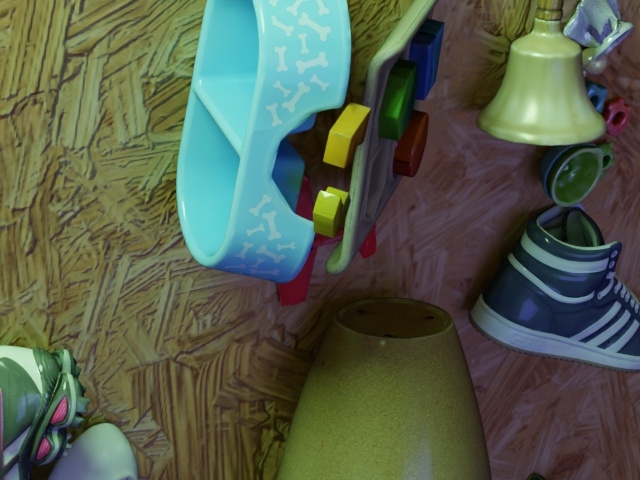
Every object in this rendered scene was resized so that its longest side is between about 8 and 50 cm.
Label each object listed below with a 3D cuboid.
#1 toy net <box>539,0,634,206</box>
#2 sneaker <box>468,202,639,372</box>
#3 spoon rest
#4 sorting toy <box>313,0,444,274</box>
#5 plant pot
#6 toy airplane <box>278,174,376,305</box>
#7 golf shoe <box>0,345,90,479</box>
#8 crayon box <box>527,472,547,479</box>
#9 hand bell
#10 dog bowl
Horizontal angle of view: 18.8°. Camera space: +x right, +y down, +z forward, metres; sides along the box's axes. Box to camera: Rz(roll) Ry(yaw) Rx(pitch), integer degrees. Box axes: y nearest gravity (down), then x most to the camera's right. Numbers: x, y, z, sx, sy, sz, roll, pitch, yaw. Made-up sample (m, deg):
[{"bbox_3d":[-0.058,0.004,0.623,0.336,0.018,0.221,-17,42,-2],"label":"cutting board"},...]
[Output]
[{"bbox_3d":[0.283,-0.148,1.939,0.122,0.045,0.232,-12,127,-32],"label":"toy net"},{"bbox_3d":[0.299,0.049,2.059,0.282,0.099,0.153,9,116,-39],"label":"sneaker"},{"bbox_3d":[-0.218,0.296,1.840,0.137,0.084,0.276,-42,137,-47],"label":"spoon rest"},{"bbox_3d":[0.055,-0.084,1.675,0.307,0.041,0.229,-57,163,-58],"label":"sorting toy"},{"bbox_3d":[0.068,0.194,1.910,0.237,0.237,0.254,-10,113,-33],"label":"plant pot"},{"bbox_3d":[0.000,0.000,1.835,0.151,0.028,0.151,-20,130,-26],"label":"toy airplane"},{"bbox_3d":[-0.301,0.210,1.718,0.120,0.105,0.273,13,108,-24],"label":"golf shoe"},{"bbox_3d":[0.234,0.451,2.315,0.203,0.083,0.323,29,100,-46],"label":"crayon box"},{"bbox_3d":[0.214,-0.221,1.809,0.126,0.126,0.242,-13,115,-32],"label":"hand bell"},{"bbox_3d":[-0.055,-0.101,1.627,0.074,0.166,0.297,-2,122,-24],"label":"dog bowl"}]
